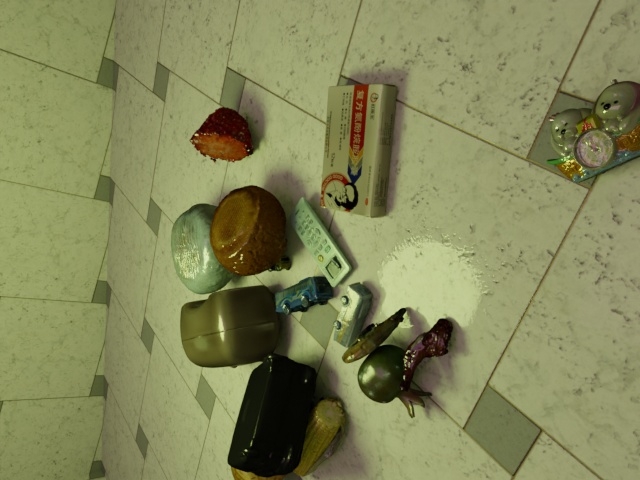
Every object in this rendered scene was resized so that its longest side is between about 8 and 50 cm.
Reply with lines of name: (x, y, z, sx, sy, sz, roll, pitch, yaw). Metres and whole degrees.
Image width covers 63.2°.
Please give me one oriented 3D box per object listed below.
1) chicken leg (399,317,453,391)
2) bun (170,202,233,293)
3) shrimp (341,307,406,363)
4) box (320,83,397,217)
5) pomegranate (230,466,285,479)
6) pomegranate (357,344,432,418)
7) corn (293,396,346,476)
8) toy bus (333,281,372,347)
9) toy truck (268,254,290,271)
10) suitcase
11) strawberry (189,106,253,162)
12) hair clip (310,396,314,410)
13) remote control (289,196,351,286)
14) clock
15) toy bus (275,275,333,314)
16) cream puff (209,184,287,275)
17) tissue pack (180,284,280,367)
chicken leg: (0.255, 0.278, 1.290, 0.205, 0.053, 0.093, -52, 43, 16)
bun: (-0.435, 0.029, 2.004, 0.362, 0.211, 0.361, 10, 103, 47)
shrimp: (0.141, 0.252, 1.405, 0.051, 0.217, 0.150, 51, 175, -1)
box: (0.100, -0.252, 1.455, 0.214, 0.069, 0.352, 17, 108, 48)
pomegranate: (-0.208, 0.784, 1.830, 0.215, 0.216, 0.215, 7, 99, 50)
pomegranate: (0.195, 0.370, 1.366, 0.191, 0.131, 0.152, 37, 115, 13)
corn: (-0.017, 0.624, 1.650, 0.123, 0.122, 0.305, -88, 22, -58)
toy bus: (0.092, 0.219, 1.511, 0.075, 0.064, 0.190, 34, 119, 36)
toy truck: (-0.142, 0.079, 1.785, 0.083, 0.049, 0.054, -8, 86, 51)
suitcase: (-0.164, 0.558, 1.654, 0.339, 0.189, 0.344, -44, 29, 55)
strawberry: (-0.338, -0.394, 1.864, 0.234, 0.234, 0.177, -12, 65, 50)
hair clip: (-0.051, 0.585, 1.737, 0.066, 0.036, 0.229, 54, 137, 38)
remote control: (-0.001, 0.000, 1.610, 0.293, 0.051, 0.103, 58, 134, 24)
clock: (0.510, -0.199, 0.941, 0.231, 0.103, 0.144, -29, 80, 49)
toy bus: (-0.060, 0.180, 1.674, 0.237, 0.079, 0.093, -28, 70, 47)
cream puff: (-0.228, -0.023, 1.738, 0.303, 0.212, 0.302, -19, 58, 33)
tissue pack: (-0.328, 0.323, 1.861, 0.387, 0.268, 0.276, -23, 73, 47)
